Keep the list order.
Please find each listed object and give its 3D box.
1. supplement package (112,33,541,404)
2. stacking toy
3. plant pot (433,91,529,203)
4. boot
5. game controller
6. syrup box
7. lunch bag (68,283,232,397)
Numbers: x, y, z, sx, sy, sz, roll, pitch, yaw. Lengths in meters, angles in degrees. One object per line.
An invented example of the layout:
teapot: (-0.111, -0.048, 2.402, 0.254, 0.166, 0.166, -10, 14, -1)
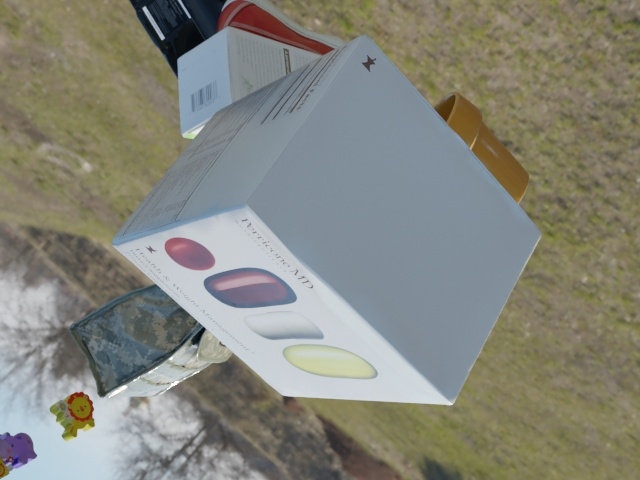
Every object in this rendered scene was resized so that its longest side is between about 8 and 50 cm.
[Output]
supplement package: (0.000, 0.000, 0.625, 0.194, 0.149, 0.203, 44, 152, -21)
stacking toy: (-0.381, 0.252, 0.997, 0.052, 0.167, 0.221, 61, -150, 2)
plant pot: (0.245, -0.118, 1.514, 0.188, 0.205, 0.205, 34, 170, -10)
boot: (-0.034, -0.203, 1.151, 0.244, 0.176, 0.088, 26, 136, -17)
game controller: (-0.202, -0.346, 1.288, 0.166, 0.067, 0.319, -21, 104, 49)
syrup box: (-0.039, -0.156, 1.004, 0.236, 0.096, 0.093, 8, 161, -43)
lunch bag: (-0.250, 0.154, 1.564, 0.169, 0.287, 0.235, 61, -177, 12)
